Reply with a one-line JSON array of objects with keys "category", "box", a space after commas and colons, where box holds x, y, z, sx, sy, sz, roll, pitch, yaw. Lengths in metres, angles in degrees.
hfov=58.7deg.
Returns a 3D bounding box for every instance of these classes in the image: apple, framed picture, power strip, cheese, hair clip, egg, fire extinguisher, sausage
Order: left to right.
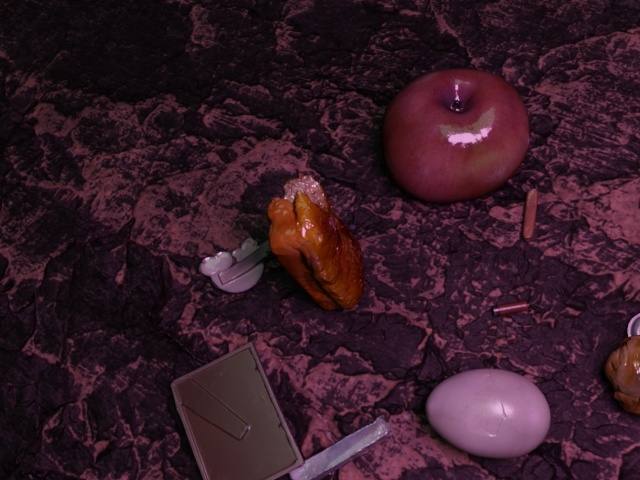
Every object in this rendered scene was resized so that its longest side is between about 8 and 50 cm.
[{"category": "power strip", "box": [-0.183, 0.310, 1.137, 0.169, 0.028, 0.076, 6, 67, 14]}, {"category": "framed picture", "box": [-0.165, 0.347, 1.088, 0.189, 0.023, 0.259, -29, 66, 0]}, {"category": "hair clip", "box": [-0.172, 0.055, 1.238, 0.172, 0.049, 0.116, -32, 60, -2]}, {"category": "apple", "box": [0.272, -0.219, 1.179, 0.306, 0.235, 0.305, -4, 64, 9]}, {"category": "egg", "box": [0.289, 0.299, 0.993, 0.209, 0.151, 0.151, 0, 66, 12]}, {"category": "fire extinguisher", "box": [0.381, 0.134, 1.120, 0.084, 0.022, 0.028, -10, 29, 5]}, {"category": "sausage", "box": [0.439, -0.052, 1.193, 0.026, 0.026, 0.116, 9, 69, 13]}, {"category": "cheese", "box": [0.601, 0.185, 1.058, 0.067, 0.026, 0.120, 23, 80, 17]}]

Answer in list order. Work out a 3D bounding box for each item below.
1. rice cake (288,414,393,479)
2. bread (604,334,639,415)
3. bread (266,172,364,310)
[{"category": "rice cake", "box": [0.039, 0.395, 1.058, 0.211, 0.034, 0.043, -29, 56, -3]}, {"category": "bread", "box": [0.631, 0.222, 0.975, 0.268, 0.130, 0.151, -9, 98, 6]}, {"category": "bread", "box": [0.000, 0.000, 1.050, 0.109, 0.380, 0.185, -6, 66, 14]}]
